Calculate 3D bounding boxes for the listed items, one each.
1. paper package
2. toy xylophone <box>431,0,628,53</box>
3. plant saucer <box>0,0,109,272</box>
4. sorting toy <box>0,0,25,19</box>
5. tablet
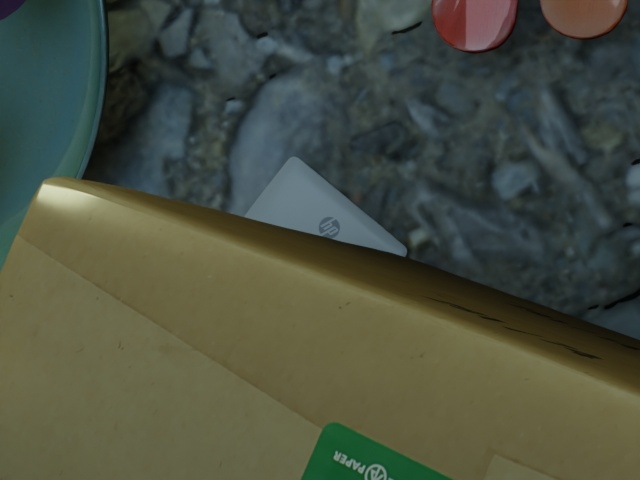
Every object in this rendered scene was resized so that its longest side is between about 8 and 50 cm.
[{"bbox_3d":[0.070,0.112,0.468,0.325,0.309,0.168,21,94,31],"label":"paper package"},{"bbox_3d":[0.179,-0.208,0.589,0.323,0.081,0.236,0,93,15],"label":"toy xylophone"},{"bbox_3d":[-0.246,-0.121,0.694,0.318,0.044,0.317,6,107,20],"label":"plant saucer"},{"bbox_3d":[-0.277,-0.035,0.632,0.126,0.127,0.365,36,98,29],"label":"sorting toy"},{"bbox_3d":[0.000,0.000,0.681,0.083,0.006,0.054,40,100,11],"label":"tablet"}]
